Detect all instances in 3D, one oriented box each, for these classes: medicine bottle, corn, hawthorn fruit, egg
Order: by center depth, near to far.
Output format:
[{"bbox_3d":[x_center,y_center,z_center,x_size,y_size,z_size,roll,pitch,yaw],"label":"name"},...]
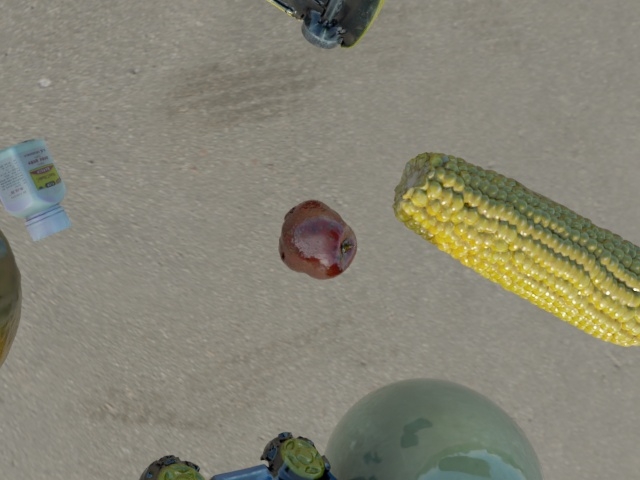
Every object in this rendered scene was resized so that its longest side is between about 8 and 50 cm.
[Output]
[{"bbox_3d":[0.208,0.012,0.861,0.310,0.101,0.101,26,83,-10],"label":"corn"},{"bbox_3d":[0.000,0.000,1.004,0.093,0.093,0.093,-3,97,-27],"label":"hawthorn fruit"},{"bbox_3d":[0.128,0.293,1.080,0.259,0.352,0.258,-1,96,-12],"label":"egg"},{"bbox_3d":[-0.357,-0.061,1.141,0.055,0.074,0.117,-20,98,18],"label":"medicine bottle"}]

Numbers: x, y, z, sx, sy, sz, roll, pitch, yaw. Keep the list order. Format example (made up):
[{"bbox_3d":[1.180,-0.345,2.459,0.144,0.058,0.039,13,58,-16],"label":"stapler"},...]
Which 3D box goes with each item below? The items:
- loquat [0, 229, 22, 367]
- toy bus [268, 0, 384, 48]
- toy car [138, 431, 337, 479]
[{"bbox_3d":[-0.257,0.037,0.435,0.228,0.179,0.179,-17,106,15],"label":"loquat"},{"bbox_3d":[-0.051,-0.404,1.228,0.330,0.144,0.152,33,48,1],"label":"toy bus"},{"bbox_3d":[-0.088,0.316,0.898,0.314,0.166,0.198,3,131,-50],"label":"toy car"}]
